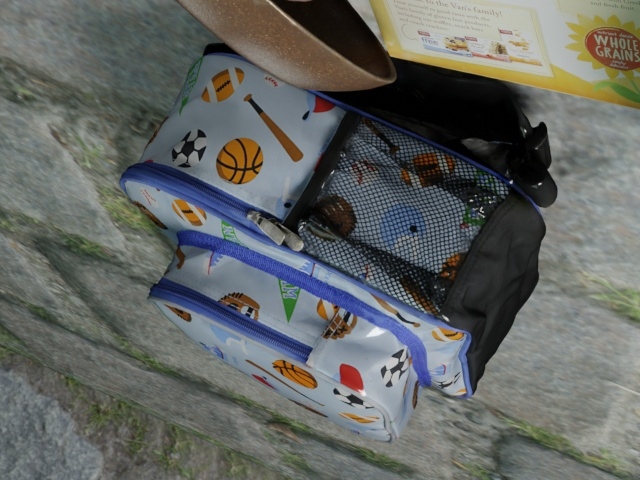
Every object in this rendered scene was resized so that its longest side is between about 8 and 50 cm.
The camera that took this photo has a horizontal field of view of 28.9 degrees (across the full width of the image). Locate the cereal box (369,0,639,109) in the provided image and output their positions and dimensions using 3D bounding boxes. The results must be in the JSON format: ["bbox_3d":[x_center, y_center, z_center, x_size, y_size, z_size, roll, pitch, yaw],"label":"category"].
[{"bbox_3d":[0.085,-0.155,0.544,0.173,0.047,0.240,18,156,27],"label":"cereal box"}]

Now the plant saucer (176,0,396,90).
[{"bbox_3d":[-0.045,-0.136,0.605,0.198,0.036,0.198,41,-164,-14],"label":"plant saucer"}]

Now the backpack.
[{"bbox_3d":[0.000,0.000,0.823,0.263,0.213,0.276,34,165,16],"label":"backpack"}]
